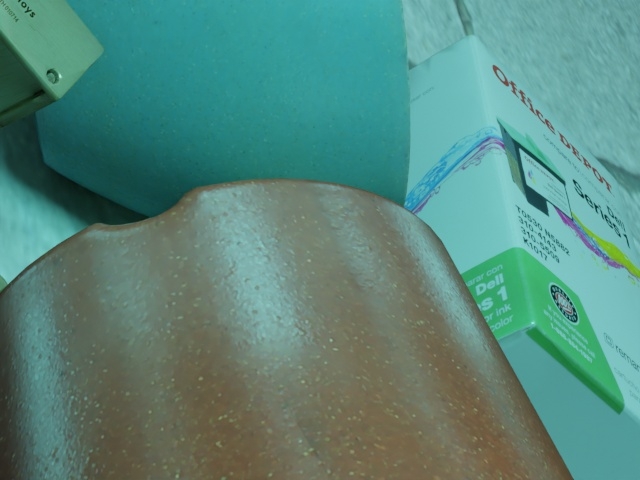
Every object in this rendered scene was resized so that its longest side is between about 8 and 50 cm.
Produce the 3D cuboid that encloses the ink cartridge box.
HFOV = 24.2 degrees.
[{"bbox_3d":[0.131,0.026,1.014,0.201,0.117,0.278,39,31,-35],"label":"ink cartridge box"}]

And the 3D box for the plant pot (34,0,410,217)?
[{"bbox_3d":[-0.079,-0.126,0.889,0.195,0.290,0.290,-10,53,-9],"label":"plant pot"}]

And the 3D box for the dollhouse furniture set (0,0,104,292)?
[{"bbox_3d":[-0.240,-0.034,0.700,0.212,0.161,0.242,52,47,-20],"label":"dollhouse furniture set"}]

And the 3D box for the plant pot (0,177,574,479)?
[{"bbox_3d":[-0.007,0.140,0.514,0.272,0.272,0.265,15,42,-37],"label":"plant pot"}]
